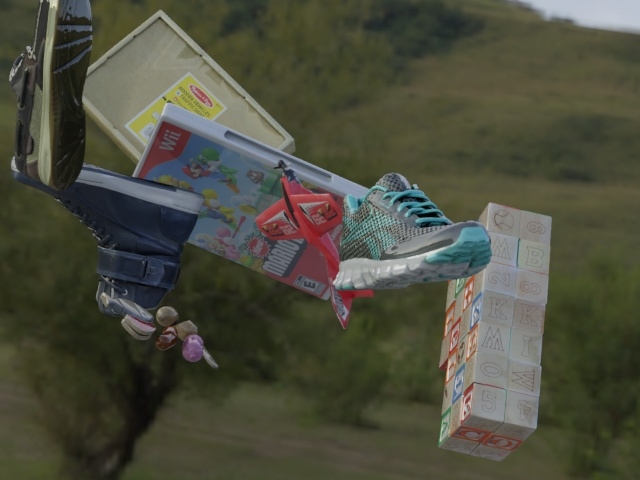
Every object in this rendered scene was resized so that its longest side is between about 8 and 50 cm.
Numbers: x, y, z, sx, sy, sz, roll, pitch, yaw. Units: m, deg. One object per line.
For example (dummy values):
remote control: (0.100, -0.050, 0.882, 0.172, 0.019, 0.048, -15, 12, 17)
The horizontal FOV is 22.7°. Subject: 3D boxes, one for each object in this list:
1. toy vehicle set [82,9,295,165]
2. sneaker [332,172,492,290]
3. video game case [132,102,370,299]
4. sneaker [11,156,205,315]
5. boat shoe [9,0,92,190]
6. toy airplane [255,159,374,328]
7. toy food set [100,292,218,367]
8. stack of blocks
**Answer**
toy vehicle set: (-0.182, -0.159, 2.070, 0.267, 0.166, 0.035, 45, -14, 16)
sneaker: (0.053, -0.008, 1.044, 0.065, 0.076, 0.166, -2, -4, -29)
video game case: (-0.083, -0.041, 1.899, 0.285, 0.025, 0.204, 23, -39, -8)
sneaker: (-0.256, -0.003, 1.798, 0.226, 0.163, 0.086, 16, 4, -23)
boat shoe: (-0.282, -0.163, 1.620, 0.073, 0.223, 0.080, 12, 20, 19)
toy airplane: (0.000, 0.000, 1.326, 0.028, 0.151, 0.151, -27, 14, -26)
toy food set: (-0.143, 0.083, 1.483, 0.122, 0.019, 0.078, 23, 20, -49)
stack of blocks: (0.219, 0.125, 2.046, 0.087, 0.297, 0.171, 13, -28, -8)
